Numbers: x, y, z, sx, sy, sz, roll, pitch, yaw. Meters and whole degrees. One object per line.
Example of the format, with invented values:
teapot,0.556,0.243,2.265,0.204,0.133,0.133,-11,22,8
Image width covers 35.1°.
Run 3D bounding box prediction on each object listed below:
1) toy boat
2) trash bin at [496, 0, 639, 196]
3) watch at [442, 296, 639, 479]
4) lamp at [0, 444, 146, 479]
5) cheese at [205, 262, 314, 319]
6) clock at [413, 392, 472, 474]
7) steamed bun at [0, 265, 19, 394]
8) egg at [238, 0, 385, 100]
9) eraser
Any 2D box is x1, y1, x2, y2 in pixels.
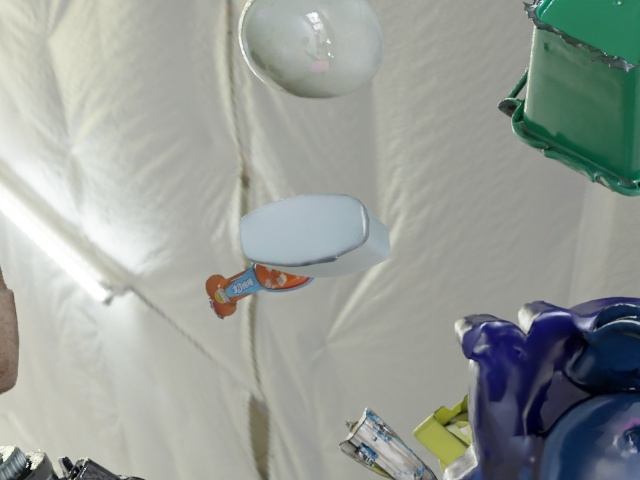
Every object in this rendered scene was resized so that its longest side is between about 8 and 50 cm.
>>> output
toy boat,0.126,0.366,1.671,0.210,0.084,0.066,40,-17,-9
trash bin,0.432,-0.279,1.540,0.295,0.259,0.381,33,-12,23
watch,0.163,0.125,0.500,0.200,0.171,0.196,-133,-136,-74
lamp,-0.409,0.411,1.304,0.272,0.374,0.205,45,-31,-20
cheese,-0.107,0.065,1.901,0.256,0.037,0.106,-27,-90,18
clock,0.195,0.255,0.877,0.071,0.277,0.293,-45,-110,16
steamed bun,-0.540,0.098,1.386,0.199,0.251,0.301,-19,-93,51
egg,-0.006,-0.245,1.219,0.151,0.209,0.151,-2,-94,40
eraser,0.000,0.000,1.552,0.290,0.189,0.104,29,49,-78
